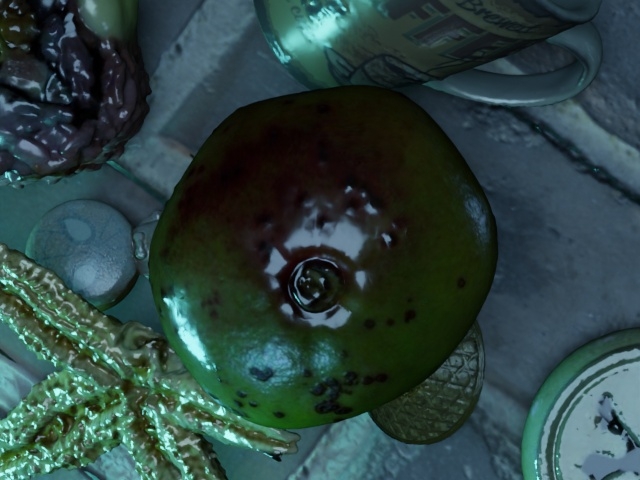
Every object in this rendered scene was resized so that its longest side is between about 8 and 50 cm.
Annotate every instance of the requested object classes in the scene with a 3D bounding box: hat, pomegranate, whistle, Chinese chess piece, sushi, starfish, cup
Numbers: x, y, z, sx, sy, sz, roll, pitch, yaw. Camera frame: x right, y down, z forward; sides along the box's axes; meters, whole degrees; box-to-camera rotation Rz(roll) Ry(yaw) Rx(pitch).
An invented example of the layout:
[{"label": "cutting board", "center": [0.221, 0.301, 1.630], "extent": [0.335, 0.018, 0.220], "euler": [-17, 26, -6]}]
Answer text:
[{"label": "hat", "center": [0.074, 0.112, 1.624], "extent": [0.146, 0.067, 0.146], "euler": [1, 88, -35]}, {"label": "pomegranate", "center": [0.003, 0.023, 1.488], "extent": [0.291, 0.323, 0.291], "euler": [0, 77, 1]}, {"label": "whistle", "center": [-0.177, 0.010, 1.652], "extent": [0.220, 0.057, 0.107], "euler": [-8, 77, 2]}, {"label": "Chinese chess piece", "center": [0.296, 0.189, 1.580], "extent": [0.237, 0.092, 0.238], "euler": [0, 91, 6]}, {"label": "sushi", "center": [-0.269, -0.182, 1.597], "extent": [0.236, 0.171, 0.270], "euler": [-16, 89, 7]}, {"label": "starfish", "center": [-0.219, 0.156, 1.604], "extent": [0.432, 0.082, 0.324], "euler": [27, 126, 6]}, {"label": "cup", "center": [0.104, -0.216, 1.551], "extent": [0.257, 0.227, 0.301], "euler": [-25, 127, 34]}]
